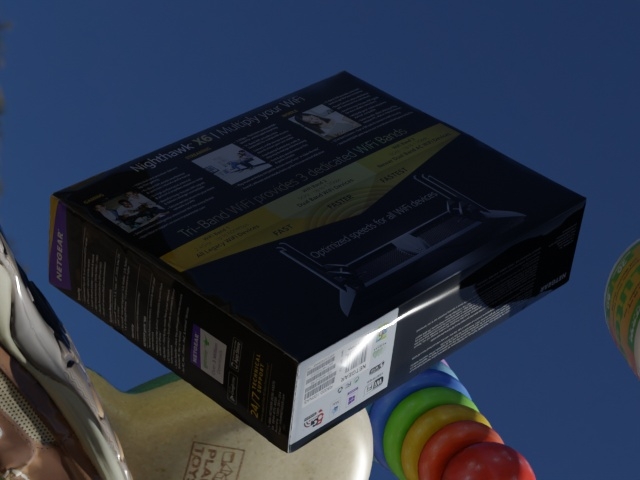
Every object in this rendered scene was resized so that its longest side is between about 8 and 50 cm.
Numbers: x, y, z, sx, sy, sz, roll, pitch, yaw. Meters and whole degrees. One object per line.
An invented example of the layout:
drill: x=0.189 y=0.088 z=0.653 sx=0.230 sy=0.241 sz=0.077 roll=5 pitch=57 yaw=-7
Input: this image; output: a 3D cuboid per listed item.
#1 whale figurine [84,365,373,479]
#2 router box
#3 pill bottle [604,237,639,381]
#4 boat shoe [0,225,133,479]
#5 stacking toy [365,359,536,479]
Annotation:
whale figurine: x=-0.097 y=0.154 z=1.315 sx=0.141 sy=0.272 sz=0.216 roll=29 pitch=-73 yaw=60
router box: x=0.000 y=0.000 z=1.231 sx=0.243 sy=0.309 sz=0.081 roll=32 pitch=-49 yaw=32
pill bottle: x=0.309 y=0.073 z=1.363 sx=0.245 sy=0.136 sz=0.136 roll=-88 pitch=164 yaw=-79
boat shoe: x=-0.212 y=0.077 z=1.043 sx=0.324 sy=0.116 sz=0.123 roll=65 pitch=-7 yaw=-30
stacking toy: x=0.119 y=0.195 z=1.690 sx=0.330 sy=0.141 sz=0.141 roll=-144 pitch=-138 yaw=-64
